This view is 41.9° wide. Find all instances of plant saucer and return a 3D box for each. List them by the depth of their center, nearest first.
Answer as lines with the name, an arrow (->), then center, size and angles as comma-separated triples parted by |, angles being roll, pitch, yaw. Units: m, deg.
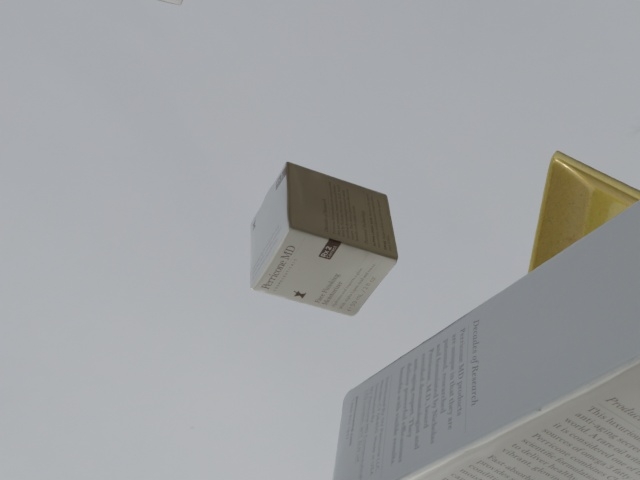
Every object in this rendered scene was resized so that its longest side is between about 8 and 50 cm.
plant saucer -> 0.407, 0.070, 1.182 | 0.081, 0.332, 0.332 | 2, -71, -13

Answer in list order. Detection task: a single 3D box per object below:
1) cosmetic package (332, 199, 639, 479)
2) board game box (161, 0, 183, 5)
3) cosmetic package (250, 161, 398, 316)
cosmetic package -> 0.232, 0.165, 0.781 | 0.230, 0.453, 0.161 | 32, -137, -20
board game box -> -0.103, -0.374, 0.742 | 0.053, 0.305, 0.192 | 10, -109, -20
cosmetic package -> 0.000, 0.000, 1.305 | 0.184, 0.151, 0.151 | 16, -138, -20
